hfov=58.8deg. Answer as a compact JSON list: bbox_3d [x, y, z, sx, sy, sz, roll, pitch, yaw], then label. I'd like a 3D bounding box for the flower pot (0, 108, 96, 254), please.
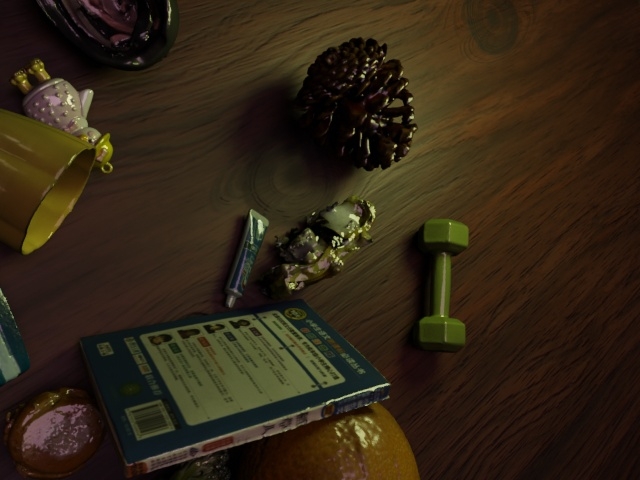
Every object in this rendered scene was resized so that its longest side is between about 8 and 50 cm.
[{"bbox_3d":[-0.461,-0.103,0.835,0.179,0.195,0.195,30,67,-12],"label":"flower pot"}]

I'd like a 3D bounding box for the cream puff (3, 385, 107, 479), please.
[{"bbox_3d":[-0.394,0.285,0.852,0.144,0.103,0.126,-9,92,-33],"label":"cream puff"}]

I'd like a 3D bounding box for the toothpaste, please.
[{"bbox_3d":[-0.146,0.036,1.090,0.057,0.035,0.197,35,63,-40],"label":"toothpaste"}]

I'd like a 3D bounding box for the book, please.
[{"bbox_3d":[-0.139,0.207,0.925,0.428,0.300,0.039,-6,117,-32],"label":"book"}]

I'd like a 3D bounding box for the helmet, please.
[{"bbox_3d":[-0.351,-0.412,0.968,0.198,0.154,0.253,-38,94,8],"label":"helmet"}]

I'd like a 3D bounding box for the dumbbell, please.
[{"bbox_3d":[0.274,0.102,1.296,0.108,0.121,0.302,6,78,-2],"label":"dumbbell"}]

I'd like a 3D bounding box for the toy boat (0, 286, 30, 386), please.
[{"bbox_3d":[-0.510,0.070,0.824,0.062,0.096,0.299,-25,93,-43],"label":"toy boat"}]

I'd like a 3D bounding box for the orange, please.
[{"bbox_3d":[0.010,0.424,0.958,0.322,0.322,0.357,2,80,-32],"label":"orange"}]

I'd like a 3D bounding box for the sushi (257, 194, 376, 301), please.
[{"bbox_3d":[0.005,0.006,1.130,0.291,0.139,0.131,-35,93,-30],"label":"sushi"}]

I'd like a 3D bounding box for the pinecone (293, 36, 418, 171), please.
[{"bbox_3d":[0.087,-0.264,1.169,0.292,0.246,0.246,44,61,-35],"label":"pinecone"}]

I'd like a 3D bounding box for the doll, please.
[{"bbox_3d":[-0.416,-0.194,0.932,0.129,0.081,0.207,-40,106,-11],"label":"doll"}]

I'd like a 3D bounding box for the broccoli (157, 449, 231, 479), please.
[{"bbox_3d":[-0.221,0.390,0.894,0.204,0.122,0.118,-35,139,-71],"label":"broccoli"}]
